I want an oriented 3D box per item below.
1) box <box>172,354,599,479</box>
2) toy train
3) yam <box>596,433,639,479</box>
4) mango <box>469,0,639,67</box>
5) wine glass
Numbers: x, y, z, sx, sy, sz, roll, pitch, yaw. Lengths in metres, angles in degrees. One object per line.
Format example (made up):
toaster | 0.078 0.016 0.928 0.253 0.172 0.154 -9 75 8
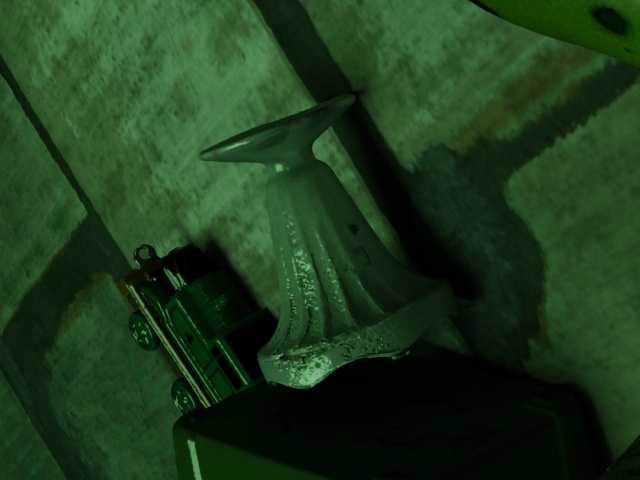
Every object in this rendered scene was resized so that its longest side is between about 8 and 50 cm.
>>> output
box | 0.047 0.199 1.487 0.328 0.252 0.178 7 116 50
toy train | -0.104 0.090 1.876 0.228 0.091 0.136 58 146 8
yam | 0.223 0.199 1.115 0.195 0.300 0.195 37 152 23
mango | 0.152 -0.170 1.017 0.293 0.143 0.175 38 151 22
wine glass | 0.000 0.000 1.485 0.165 0.165 0.196 -6 108 64
